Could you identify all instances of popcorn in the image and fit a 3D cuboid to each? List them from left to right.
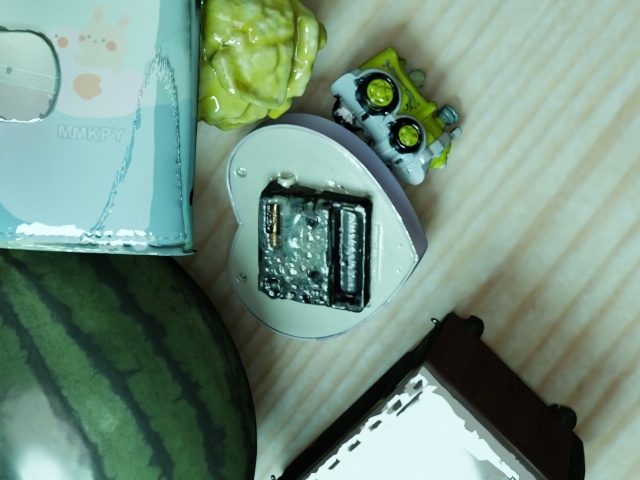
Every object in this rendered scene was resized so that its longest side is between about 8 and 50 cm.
[{"bbox_3d":[-0.078,-0.186,1.280,0.173,0.168,0.195,-9,88,-9],"label":"popcorn"}]

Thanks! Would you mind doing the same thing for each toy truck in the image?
[{"bbox_3d":[0.067,-0.103,1.315,0.077,0.076,0.111,-40,95,-22],"label":"toy truck"}]

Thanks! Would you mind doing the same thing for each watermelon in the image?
[{"bbox_3d":[-0.206,0.126,1.310,0.279,0.279,0.359,-34,89,16],"label":"watermelon"}]

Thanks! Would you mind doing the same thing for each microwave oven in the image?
[{"bbox_3d":[0.082,0.212,1.328,0.188,0.178,0.247,43,107,-2],"label":"microwave oven"}]

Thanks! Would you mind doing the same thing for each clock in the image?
[{"bbox_3d":[0.000,0.000,1.323,0.172,0.064,0.198,12,120,20],"label":"clock"}]

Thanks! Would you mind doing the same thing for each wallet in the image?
[{"bbox_3d":[-0.174,-0.117,1.185,0.176,0.075,0.250,3,100,4],"label":"wallet"}]
